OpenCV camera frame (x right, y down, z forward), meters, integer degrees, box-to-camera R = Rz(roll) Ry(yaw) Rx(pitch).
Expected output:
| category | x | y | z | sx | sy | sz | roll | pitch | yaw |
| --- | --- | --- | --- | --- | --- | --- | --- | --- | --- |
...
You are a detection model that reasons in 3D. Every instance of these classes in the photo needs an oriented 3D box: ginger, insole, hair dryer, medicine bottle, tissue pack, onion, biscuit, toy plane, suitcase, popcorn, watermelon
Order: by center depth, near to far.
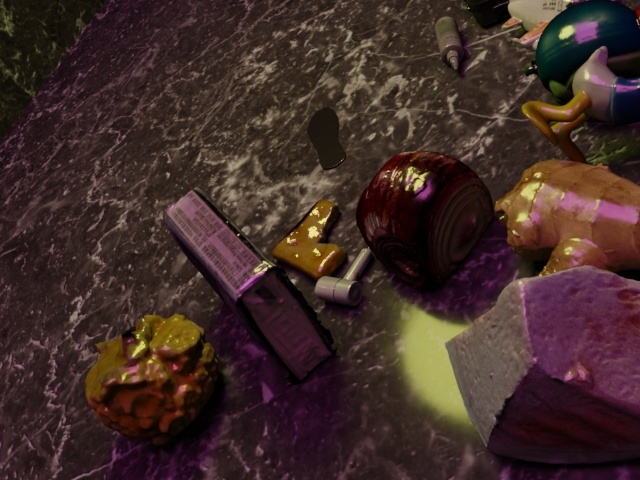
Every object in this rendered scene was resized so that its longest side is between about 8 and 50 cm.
| category | x | y | z | sx | sy | sz | roll | pitch | yaw |
| --- | --- | --- | --- | --- | --- | --- | --- | --- | --- |
| watermelon | 0.316 | 0.142 | 0.907 | 0.387 | 0.258 | 0.228 | -7 | 45 | 35 |
| ginger | 0.436 | -0.015 | 1.049 | 0.236 | 0.166 | 0.375 | -33 | 26 | -19 |
| onion | 0.170 | -0.061 | 1.257 | 0.206 | 0.207 | 0.216 | 20 | 59 | 41 |
| popcorn | -0.313 | 0.243 | 1.277 | 0.249 | 0.225 | 0.249 | -24 | 40 | 22 |
| tissue pack | -0.140 | 0.074 | 1.294 | 0.122 | 0.259 | 0.361 | -38 | 38 | -8 |
| hair dryer | 0.057 | 0.063 | 1.335 | 0.082 | 0.047 | 0.137 | 8 | 51 | 41 |
| biscuit | 0.000 | 0.000 | 1.440 | 0.174 | 0.039 | 0.183 | -44 | 41 | -13 |
| toy plane | 0.508 | -0.498 | 1.512 | 0.244 | 0.117 | 0.245 | -19 | 41 | 18 |
| medicine bottle | 0.309 | -0.459 | 1.657 | 0.057 | 0.057 | 0.199 | -19 | 42 | 19 |
| insole | 0.013 | -0.251 | 1.701 | 0.086 | 0.005 | 0.253 | -26 | 40 | 13 |
| suitcase | 0.431 | -0.676 | 1.729 | 0.202 | 0.128 | 0.312 | -22 | 42 | 16 |

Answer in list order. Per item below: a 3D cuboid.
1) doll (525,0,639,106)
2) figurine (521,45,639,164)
| category | x | y | z | sx | sy | sz | roll | pitch | yaw |
| --- | --- | --- | --- | --- | --- | --- | --- | --- | --- |
| doll | 0.541 | -0.354 | 1.284 | 0.322 | 0.198 | 0.186 | -13 | 80 | 14 |
| figurine | 0.542 | -0.231 | 1.102 | 0.338 | 0.204 | 0.283 | -47 | 62 | 20 |
